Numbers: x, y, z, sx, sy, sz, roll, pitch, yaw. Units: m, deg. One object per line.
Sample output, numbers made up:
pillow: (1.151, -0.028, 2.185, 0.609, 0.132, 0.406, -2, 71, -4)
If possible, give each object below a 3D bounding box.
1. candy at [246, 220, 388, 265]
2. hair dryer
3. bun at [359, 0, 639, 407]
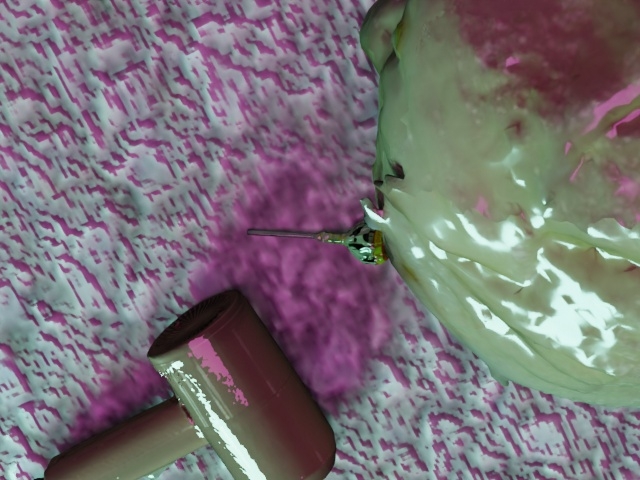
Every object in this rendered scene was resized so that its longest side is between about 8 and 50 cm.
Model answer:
candy: (0.000, 0.000, 0.760, 0.083, 0.025, 0.023, 2, 78, 9)
hair dryer: (-0.091, 0.116, 0.777, 0.181, 0.064, 0.117, -28, 106, 16)
bun: (0.118, -0.049, 0.616, 0.204, 0.281, 0.282, -18, 105, 7)
